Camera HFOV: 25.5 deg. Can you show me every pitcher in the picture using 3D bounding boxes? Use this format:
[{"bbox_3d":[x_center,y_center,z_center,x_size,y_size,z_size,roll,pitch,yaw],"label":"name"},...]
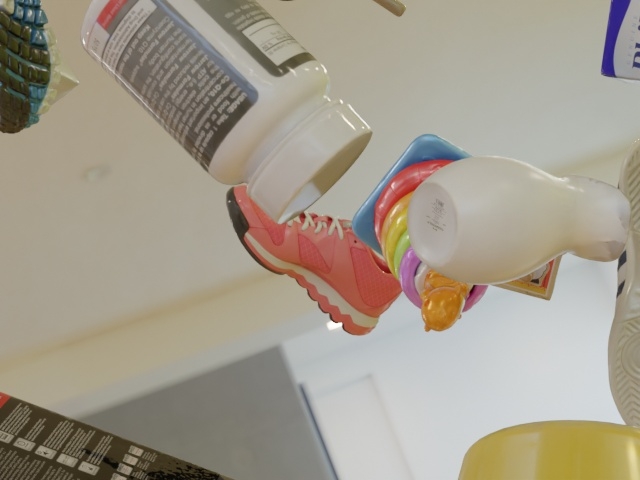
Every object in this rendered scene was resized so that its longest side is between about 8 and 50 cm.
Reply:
[{"bbox_3d":[0.178,-0.029,1.418,0.207,0.178,0.125,-4,-70,-34],"label":"pitcher"}]

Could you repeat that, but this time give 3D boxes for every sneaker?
[{"bbox_3d":[0.402,0.052,1.639,0.131,0.350,0.148,4,3,13],"label":"sneaker"},{"bbox_3d":[0.000,0.000,2.049,0.314,0.116,0.136,39,-69,-24],"label":"sneaker"},{"bbox_3d":[-0.241,-0.158,1.006,0.083,0.190,0.071,-19,-21,22],"label":"sneaker"}]

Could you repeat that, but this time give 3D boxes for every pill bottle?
[{"bbox_3d":[-0.094,-0.160,1.437,0.161,0.283,0.161,-44,-8,-8],"label":"pill bottle"}]

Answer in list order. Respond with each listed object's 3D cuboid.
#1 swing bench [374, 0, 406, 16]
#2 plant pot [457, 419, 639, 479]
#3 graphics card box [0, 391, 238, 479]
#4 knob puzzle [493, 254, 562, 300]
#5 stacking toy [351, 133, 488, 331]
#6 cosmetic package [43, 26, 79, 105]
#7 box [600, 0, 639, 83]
[{"bbox_3d":[0.053,-0.471,1.838,0.255,0.165,0.253,21,-43,-14],"label":"swing bench"},{"bbox_3d":[0.167,0.255,0.902,0.254,0.239,0.254,5,-31,3],"label":"plant pot"},{"bbox_3d":[-0.288,0.316,1.710,0.233,0.371,0.094,-68,-3,-72],"label":"graphics card box"},{"bbox_3d":[0.262,-0.011,2.026,0.213,0.213,0.030,-37,8,36],"label":"knob puzzle"},{"bbox_3d":[0.142,0.021,1.645,0.175,0.166,0.302,-52,14,21],"label":"stacking toy"},{"bbox_3d":[-0.488,-0.295,2.015,0.138,0.224,0.225,-34,-9,7],"label":"cosmetic package"},{"bbox_3d":[0.358,-0.212,1.390,0.137,0.126,0.072,11,7,32],"label":"box"}]
